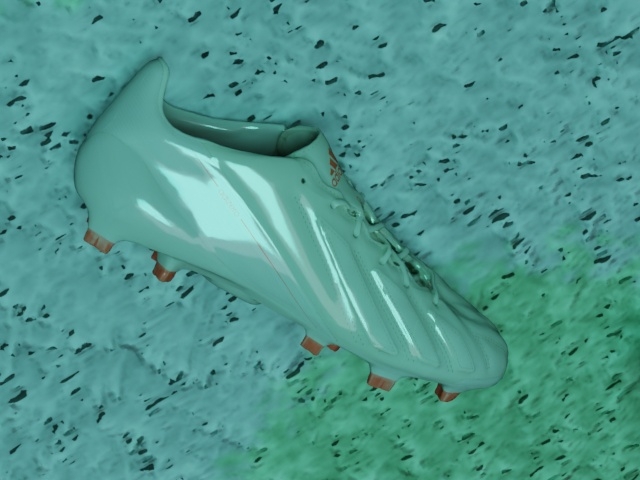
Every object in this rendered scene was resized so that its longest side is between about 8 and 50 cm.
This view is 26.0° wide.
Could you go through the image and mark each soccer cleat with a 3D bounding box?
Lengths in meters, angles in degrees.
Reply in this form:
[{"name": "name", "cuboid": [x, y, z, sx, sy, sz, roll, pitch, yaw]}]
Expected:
[{"name": "soccer cleat", "cuboid": [0.000, 0.000, 0.538, 0.196, 0.068, 0.076, 26, 100, -19]}]
